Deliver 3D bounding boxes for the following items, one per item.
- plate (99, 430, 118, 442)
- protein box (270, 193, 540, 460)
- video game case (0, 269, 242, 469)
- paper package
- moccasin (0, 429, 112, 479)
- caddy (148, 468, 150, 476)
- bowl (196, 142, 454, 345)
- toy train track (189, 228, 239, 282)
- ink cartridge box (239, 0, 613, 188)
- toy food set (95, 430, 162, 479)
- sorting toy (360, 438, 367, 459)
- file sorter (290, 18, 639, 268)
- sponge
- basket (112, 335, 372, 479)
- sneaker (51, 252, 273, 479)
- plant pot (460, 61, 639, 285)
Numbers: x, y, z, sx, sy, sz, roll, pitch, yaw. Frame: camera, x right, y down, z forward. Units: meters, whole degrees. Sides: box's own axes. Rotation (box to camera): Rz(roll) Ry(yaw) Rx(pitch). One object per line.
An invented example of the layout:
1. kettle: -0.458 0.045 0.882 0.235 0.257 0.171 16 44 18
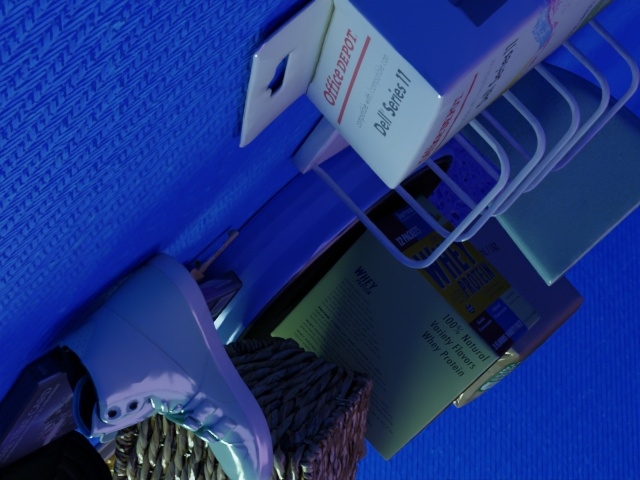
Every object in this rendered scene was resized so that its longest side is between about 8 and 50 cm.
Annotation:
1. plate: -0.208 0.182 1.716 0.188 0.024 0.188 -42 172 -7
2. protein box: 0.096 0.096 1.555 0.201 0.200 0.136 -48 171 32
3. video game case: -0.215 0.134 1.369 0.274 0.026 0.196 -25 161 -46
4. paper package: 0.260 0.085 2.400 0.168 0.309 0.325 -48 169 32
5. moccasin: -0.322 0.297 1.375 0.147 0.139 0.380 -35 -170 8
6. caddy: -0.306 0.465 2.136 0.241 0.179 0.341 -32 -170 13
7. bowl: 0.000 0.000 1.586 0.391 0.077 0.391 -42 171 -8
8. toy train track: -0.115 0.018 1.365 0.083 0.014 0.048 -46 167 -3
9. ink cartridge box: 0.108 -0.173 1.068 0.353 0.119 0.207 -40 172 -16
10. toy food set: -0.282 0.340 1.933 0.306 0.092 0.220 -42 172 -4
11. sorting toy: -0.063 0.226 1.941 0.089 0.257 0.255 -9 -173 36
12. file sorter: 0.150 -0.123 1.334 0.277 0.173 0.193 -34 167 -44
13. sponge: 0.137 -0.051 1.813 0.210 0.117 0.031 -41 169 -14
14. basket: -0.087 0.250 1.499 0.213 0.223 0.299 -47 152 -57
15. sneaker: -0.146 0.153 1.250 0.151 0.256 0.094 -37 -151 -24
16. plant pot: 0.336 -0.115 1.943 0.248 0.252 0.247 -45 172 11
